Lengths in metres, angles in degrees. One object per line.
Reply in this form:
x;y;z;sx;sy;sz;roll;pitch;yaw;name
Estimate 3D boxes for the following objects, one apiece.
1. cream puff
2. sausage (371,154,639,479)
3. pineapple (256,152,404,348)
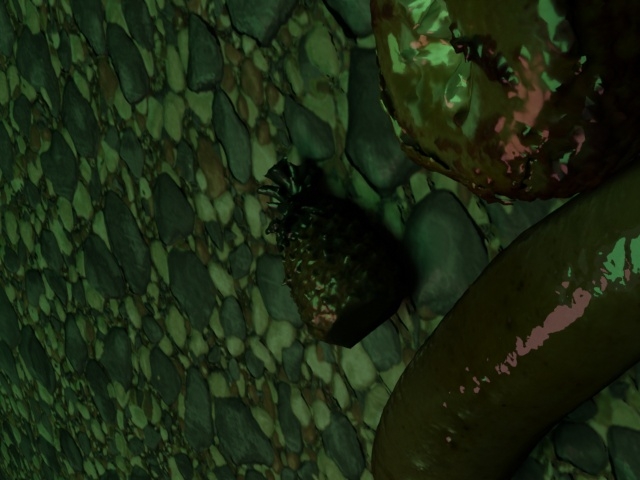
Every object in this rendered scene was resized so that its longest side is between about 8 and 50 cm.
0.130;-0.144;0.667;0.240;0.164;0.240;165;90;-73;cream puff
0.155;0.082;0.787;0.136;0.123;0.501;32;138;2;sausage
0.000;0.000;0.993;0.198;0.108;0.108;62;147;29;pineapple
